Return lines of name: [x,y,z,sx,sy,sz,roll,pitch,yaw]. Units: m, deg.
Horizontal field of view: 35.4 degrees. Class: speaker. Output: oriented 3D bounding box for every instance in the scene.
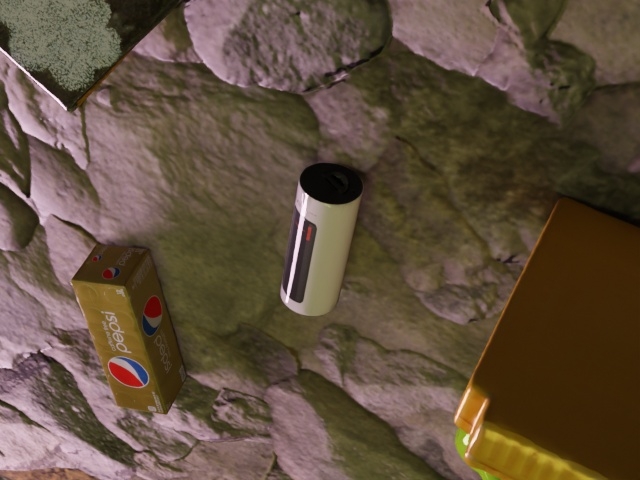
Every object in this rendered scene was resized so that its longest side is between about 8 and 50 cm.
speaker: [0.000,0.000,0.856,0.055,0.055,0.136,18,134,7]

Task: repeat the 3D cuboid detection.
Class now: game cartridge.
game cartridge: [0.270,0.110,0.655,0.323,0.285,0.053,24,127,13]

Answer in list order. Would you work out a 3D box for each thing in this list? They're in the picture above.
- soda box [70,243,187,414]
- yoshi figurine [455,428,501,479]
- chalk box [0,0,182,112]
soda box: [-0.189,0.091,1.007,0.061,0.058,0.181,6,130,18]
yoshi figurine: [0.217,0.258,0.948,0.203,0.204,0.362,8,131,-42]
chalk box: [-0.181,-0.264,0.618,0.289,0.179,0.180,44,131,-16]
